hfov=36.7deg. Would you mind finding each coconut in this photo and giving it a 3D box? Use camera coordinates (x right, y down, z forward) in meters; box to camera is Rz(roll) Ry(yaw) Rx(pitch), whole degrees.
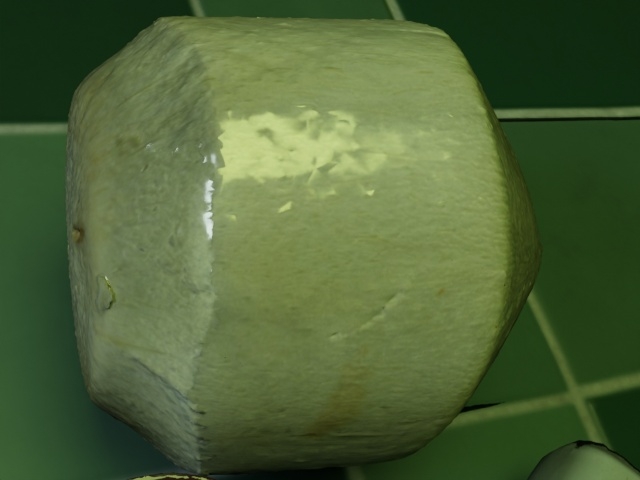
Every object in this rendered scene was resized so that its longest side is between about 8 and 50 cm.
[{"bbox_3d":[0.000,0.000,0.515,0.266,0.237,0.237,-5,58,-23],"label":"coconut"}]

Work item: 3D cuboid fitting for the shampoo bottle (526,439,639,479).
[{"bbox_3d":[0.129,0.250,0.496,0.153,0.071,0.284,41,53,-2],"label":"shampoo bottle"}]

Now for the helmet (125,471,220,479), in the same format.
[{"bbox_3d":[-0.079,0.198,0.421,0.175,0.106,0.155,-21,63,-27],"label":"helmet"}]
